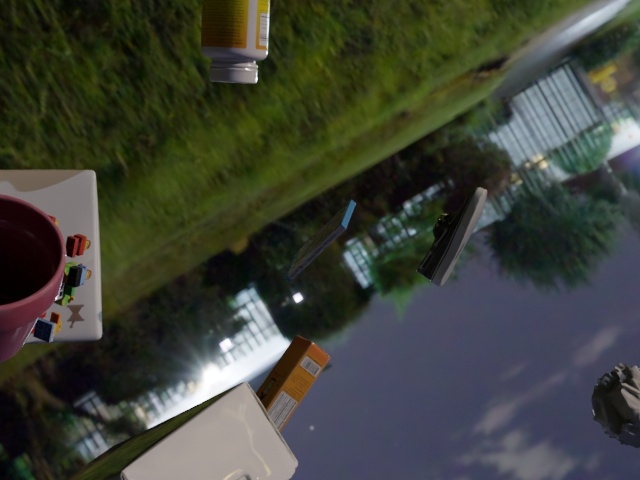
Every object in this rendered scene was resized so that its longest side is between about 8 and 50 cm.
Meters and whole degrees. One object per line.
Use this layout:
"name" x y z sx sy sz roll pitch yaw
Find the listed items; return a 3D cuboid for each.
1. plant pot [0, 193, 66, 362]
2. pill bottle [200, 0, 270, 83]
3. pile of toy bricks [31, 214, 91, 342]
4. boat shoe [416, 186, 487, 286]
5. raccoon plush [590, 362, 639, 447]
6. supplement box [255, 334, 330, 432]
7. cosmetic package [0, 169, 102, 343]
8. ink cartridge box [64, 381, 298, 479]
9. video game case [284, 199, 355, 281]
"plant pot" -0.449 0.067 1.219 0.201 0.201 0.180 -34 158 -41
"pill bottle" -0.147 -0.381 1.582 0.117 0.215 0.117 3 -170 -1
"pile of toy bricks" -0.426 0.063 1.502 0.118 0.212 0.105 18 -167 14
"boat shoe" 0.252 -0.015 1.786 0.078 0.070 0.219 -27 145 -61
"raccoon plush" 0.428 0.213 1.088 0.446 0.216 0.299 12 142 -19
"supplement box" -0.081 0.345 2.182 0.233 0.080 0.078 -53 -149 -13
"cosmetic package" -0.610 0.043 1.850 0.329 0.327 0.393 -1 177 -14
"ink cartridge box" -0.198 0.292 1.039 0.289 0.121 0.211 -31 180 39
"video game case" 0.000 0.000 1.765 0.166 0.015 0.119 -44 -169 27
